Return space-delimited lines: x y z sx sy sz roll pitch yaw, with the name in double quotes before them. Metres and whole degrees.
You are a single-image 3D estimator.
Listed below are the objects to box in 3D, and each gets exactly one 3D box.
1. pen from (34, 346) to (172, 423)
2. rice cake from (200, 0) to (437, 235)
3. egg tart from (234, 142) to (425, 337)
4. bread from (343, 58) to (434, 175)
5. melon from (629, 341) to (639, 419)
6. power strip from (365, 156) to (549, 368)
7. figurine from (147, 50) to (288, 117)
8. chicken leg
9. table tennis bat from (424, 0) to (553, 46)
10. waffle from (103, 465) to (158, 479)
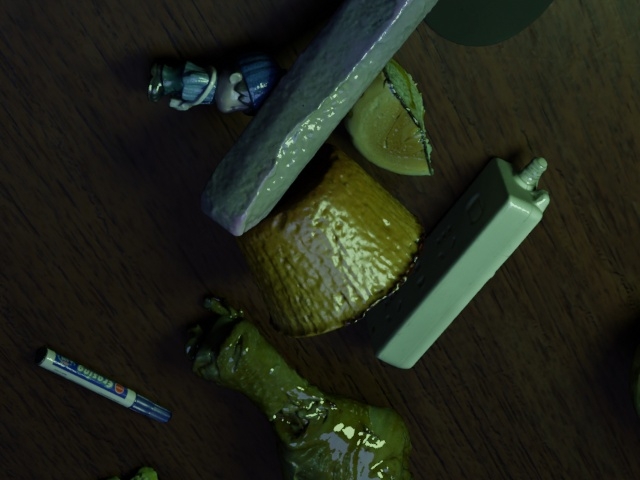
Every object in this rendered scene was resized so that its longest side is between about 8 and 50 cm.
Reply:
"pen" -0.275 0.187 2.018 0.204 0.025 0.025 30 118 -30
"rice cake" 0.011 -0.170 1.683 0.399 0.070 0.064 -51 153 11
"egg tart" 0.000 0.000 1.804 0.215 0.215 0.171 -30 117 15
"bread" 0.075 -0.132 1.778 0.094 0.083 0.157 -31 126 19
"melon" 0.558 0.191 2.031 0.329 0.248 0.248 11 127 -12
"power strip" 0.164 0.024 1.915 0.058 0.098 0.338 25 121 -24
"figurine" -0.112 -0.169 1.727 0.149 0.087 0.086 8 173 -2
"chicken leg" -0.025 0.234 2.031 0.201 0.152 0.429 -29 121 24
"table tennis bat" 0.216 -0.317 1.693 0.154 0.021 0.274 25 123 -28
"waffle" -0.284 0.453 2.204 0.317 0.073 0.297 -24 129 10
